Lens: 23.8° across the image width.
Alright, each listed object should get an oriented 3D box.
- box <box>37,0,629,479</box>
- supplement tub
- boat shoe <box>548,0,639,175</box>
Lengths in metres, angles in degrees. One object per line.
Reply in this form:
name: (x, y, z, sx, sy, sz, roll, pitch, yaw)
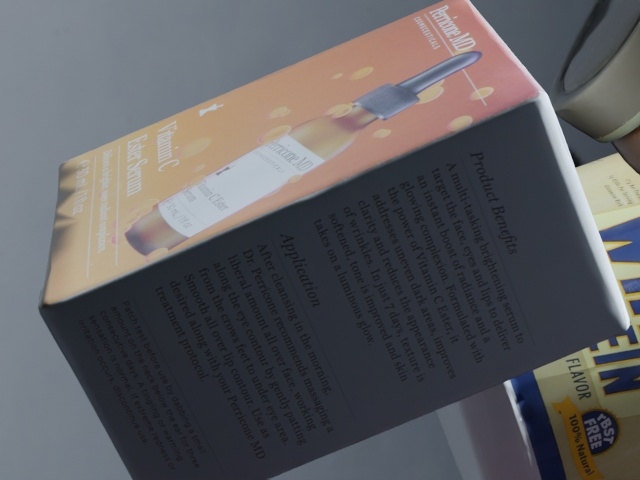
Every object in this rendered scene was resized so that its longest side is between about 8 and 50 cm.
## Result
box: (0.000, 0.000, 0.535, 0.130, 0.170, 0.091, -108, 174, -66)
supplement tub: (0.229, 0.050, 1.034, 0.316, 0.228, 0.228, -20, 113, -3)
boat shoe: (0.210, -0.148, 0.633, 0.104, 0.111, 0.307, 34, 81, -9)
